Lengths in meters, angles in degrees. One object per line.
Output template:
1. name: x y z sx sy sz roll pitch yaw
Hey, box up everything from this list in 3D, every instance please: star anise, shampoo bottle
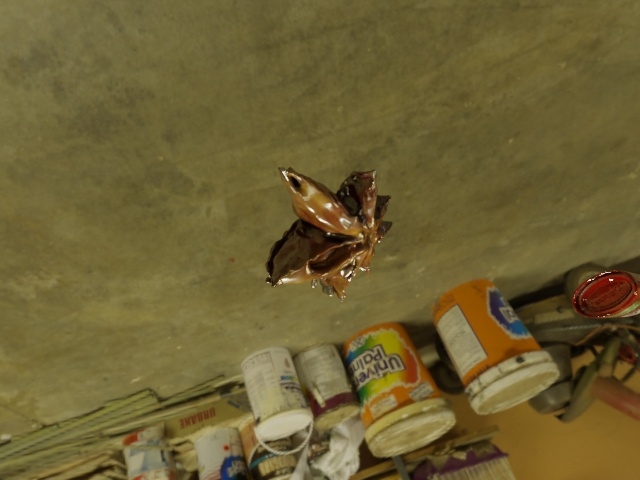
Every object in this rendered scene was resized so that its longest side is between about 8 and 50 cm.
1. star anise: 0.008 0.008 0.776 0.237 0.148 0.346 -44 158 -16
2. shampoo bottle: 0.618 0.114 1.013 0.314 0.076 0.118 9 136 -46
